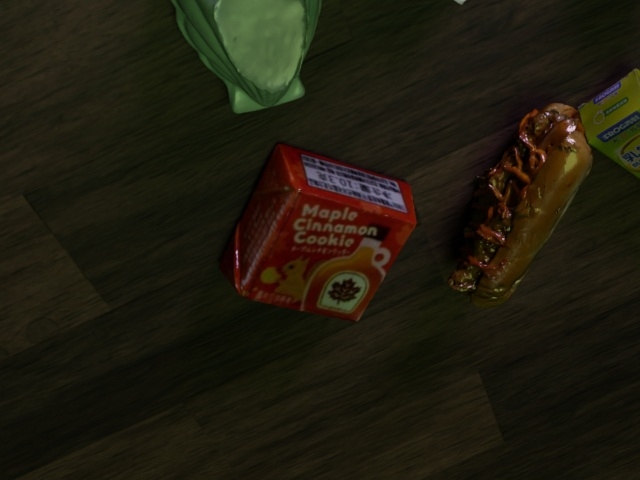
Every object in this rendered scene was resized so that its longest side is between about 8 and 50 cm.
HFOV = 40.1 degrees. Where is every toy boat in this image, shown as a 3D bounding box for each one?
[{"bbox_3d":[-0.081,-0.287,1.082,0.200,0.100,0.290,-15,127,-6],"label":"toy boat"}]

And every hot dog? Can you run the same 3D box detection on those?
[{"bbox_3d":[0.294,-0.052,1.350,0.117,0.158,0.348,19,124,-8],"label":"hot dog"}]

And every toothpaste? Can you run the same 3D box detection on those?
[{"bbox_3d":[0.553,-0.142,1.385,0.328,0.077,0.110,26,137,-32],"label":"toothpaste"}]

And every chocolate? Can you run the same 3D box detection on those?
[{"bbox_3d":[0.000,0.000,1.320,0.238,0.108,0.234,16,118,-26],"label":"chocolate"}]

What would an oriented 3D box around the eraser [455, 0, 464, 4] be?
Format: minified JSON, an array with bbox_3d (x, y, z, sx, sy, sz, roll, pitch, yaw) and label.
[{"bbox_3d":[0.229,-0.441,1.077,0.076,0.078,0.298,25,116,-32],"label":"eraser"}]
